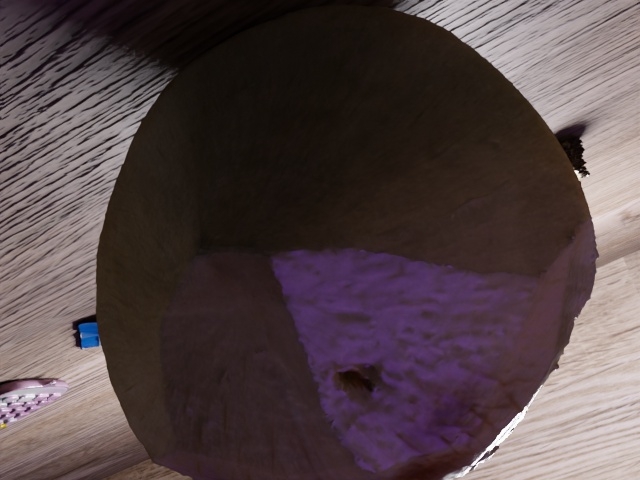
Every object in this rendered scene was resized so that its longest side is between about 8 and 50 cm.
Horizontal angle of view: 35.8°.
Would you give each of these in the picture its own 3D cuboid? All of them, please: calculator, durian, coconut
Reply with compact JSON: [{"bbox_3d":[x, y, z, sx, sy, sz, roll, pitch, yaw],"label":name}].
[{"bbox_3d":[-0.554,0.286,1.632,0.294,0.043,0.194,-28,164,15],"label":"calculator"},{"bbox_3d":[0.331,-0.102,1.349,0.066,0.052,0.130,-20,167,9],"label":"durian"},{"bbox_3d":[0.019,0.027,0.766,0.345,0.415,0.415,22,179,20],"label":"coconut"}]

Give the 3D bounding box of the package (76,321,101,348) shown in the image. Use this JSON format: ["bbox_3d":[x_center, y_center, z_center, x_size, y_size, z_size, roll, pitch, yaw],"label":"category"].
[{"bbox_3d":[-0.264,0.132,1.440,0.173,0.027,0.171,-3,165,-13],"label":"package"}]
